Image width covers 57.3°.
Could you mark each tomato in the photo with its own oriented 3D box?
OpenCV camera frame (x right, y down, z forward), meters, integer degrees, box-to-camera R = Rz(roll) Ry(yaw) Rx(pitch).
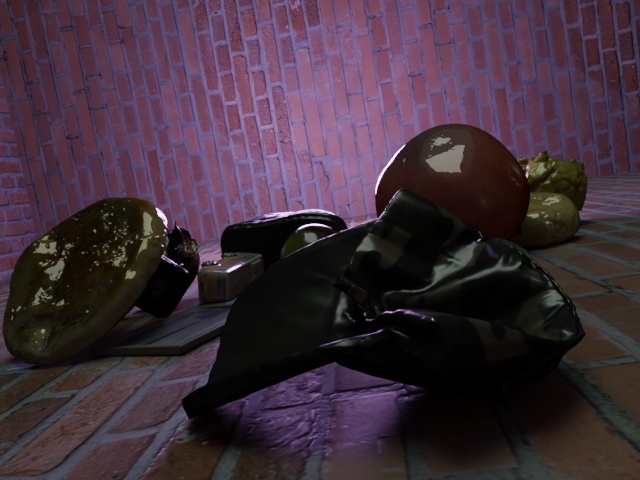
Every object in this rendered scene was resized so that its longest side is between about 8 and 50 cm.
[{"bbox_3d":[0.283,-0.100,1.323,0.342,0.272,0.341,-33,22,15],"label":"tomato"}]

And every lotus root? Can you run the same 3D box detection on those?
[{"bbox_3d":[-0.361,0.060,1.395,0.154,0.154,0.278,-16,-23,-49],"label":"lotus root"}]

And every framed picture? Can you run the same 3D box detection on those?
[{"bbox_3d":[-0.249,0.162,1.106,0.213,0.016,0.289,-7,6,28],"label":"framed picture"}]

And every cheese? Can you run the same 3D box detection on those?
[{"bbox_3d":[0.503,-0.045,1.429,0.214,0.117,0.226,-21,16,-35],"label":"cheese"}]

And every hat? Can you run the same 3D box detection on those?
[{"bbox_3d":[0.053,0.113,0.660,0.381,0.257,0.366,-45,9,24],"label":"hat"}]

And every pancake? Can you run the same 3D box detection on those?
[{"bbox_3d":[-0.462,0.061,1.123,0.387,0.082,0.386,-18,45,19],"label":"pancake"}]

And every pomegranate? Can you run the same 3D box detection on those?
[{"bbox_3d":[-0.022,0.057,1.203,0.205,0.159,0.159,-35,-7,29],"label":"pomegranate"}]

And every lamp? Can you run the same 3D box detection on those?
[{"bbox_3d":[-0.426,0.074,1.234,0.283,0.124,0.203,-8,-37,47],"label":"lamp"}]

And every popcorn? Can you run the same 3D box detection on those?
[{"bbox_3d":[0.629,-0.153,1.651,0.250,0.225,0.249,15,-3,1],"label":"popcorn"}]

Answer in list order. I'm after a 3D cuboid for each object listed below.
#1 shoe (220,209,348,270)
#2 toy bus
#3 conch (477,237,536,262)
[{"bbox_3d":[-0.073,0.000,1.667,0.384,0.171,0.237,-7,3,24],"label":"shoe"},{"bbox_3d":[-0.223,0.086,1.471,0.106,0.092,0.268,1,8,14],"label":"toy bus"},{"bbox_3d":[0.210,0.066,0.792,0.188,0.121,0.175,-11,27,23],"label":"conch"}]
